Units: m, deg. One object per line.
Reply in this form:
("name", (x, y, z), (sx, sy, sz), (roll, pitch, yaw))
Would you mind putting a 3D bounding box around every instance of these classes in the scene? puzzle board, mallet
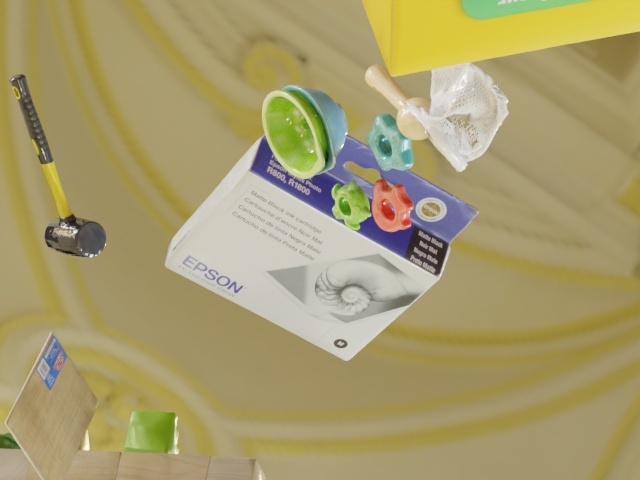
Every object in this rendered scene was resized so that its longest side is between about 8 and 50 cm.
("puzzle board", (-0.256, 0.164, 1.677), (0.096, 0.011, 0.128), (62, -152, -30))
("mallet", (-0.252, -0.067, 1.676), (0.039, 0.189, 0.062), (-32, -148, -35))

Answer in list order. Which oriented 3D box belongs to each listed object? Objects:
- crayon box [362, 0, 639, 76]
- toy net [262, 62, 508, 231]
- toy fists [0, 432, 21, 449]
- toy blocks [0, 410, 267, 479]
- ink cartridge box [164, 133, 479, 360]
("crayon box", (0.202, -0.263, 0.972), (0.363, 0.313, 0.106), (-11, -129, -8))
("toy net", (0.046, -0.061, 1.202), (0.045, 0.232, 0.122), (-23, -81, -31))
("toy fists", (-0.425, 0.266, 2.028), (0.279, 0.096, 0.142), (21, -154, -23))
("toy blocks", (-0.182, 0.325, 1.866), (0.381, 0.261, 0.190), (0, -124, 15))
("ink cartridge box", (0.000, 0.000, 1.685), (0.223, 0.224, 0.045), (28, -140, -18))
